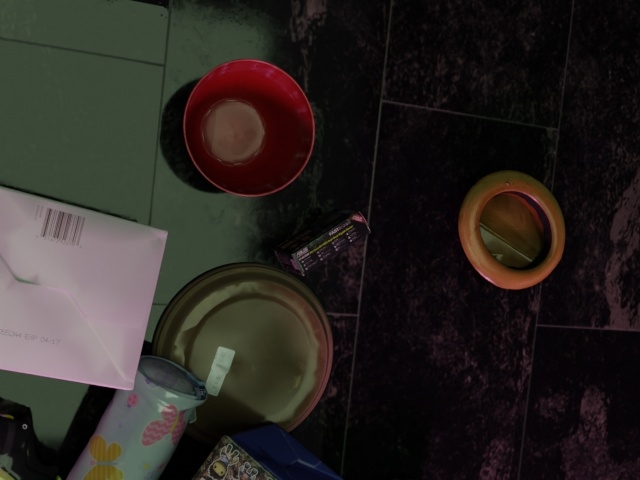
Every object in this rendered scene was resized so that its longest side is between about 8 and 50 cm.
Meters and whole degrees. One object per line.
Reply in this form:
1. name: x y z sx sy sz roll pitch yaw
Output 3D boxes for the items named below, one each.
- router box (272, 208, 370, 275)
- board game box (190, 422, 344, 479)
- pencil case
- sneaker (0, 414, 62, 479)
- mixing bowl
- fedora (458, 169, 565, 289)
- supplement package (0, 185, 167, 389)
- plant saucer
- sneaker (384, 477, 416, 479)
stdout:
1. router box: 0.000 0.000 1.149 0.122 0.092 0.038 -32 104 -16
2. board game box: -0.121 0.399 1.019 0.141 0.232 0.291 37 90 15
3. pencil case: -0.254 0.286 1.044 0.113 0.124 0.273 30 92 20
4. sneaker: -0.429 0.253 1.027 0.097 0.084 0.235 -46 111 -37
5. mixing bowl: -0.109 -0.152 1.092 0.181 0.098 0.182 -2 94 -21
6. fedora: 0.295 -0.016 1.267 0.194 0.079 0.195 0 90 -16
7. supplement package: -0.350 0.055 0.965 0.261 0.145 0.204 16 79 -28
8. plant saucer: -0.105 0.172 1.151 0.277 0.041 0.278 -2 96 -20
9. sneaker: 0.048 0.441 1.200 0.286 0.109 0.130 6 102 -17
